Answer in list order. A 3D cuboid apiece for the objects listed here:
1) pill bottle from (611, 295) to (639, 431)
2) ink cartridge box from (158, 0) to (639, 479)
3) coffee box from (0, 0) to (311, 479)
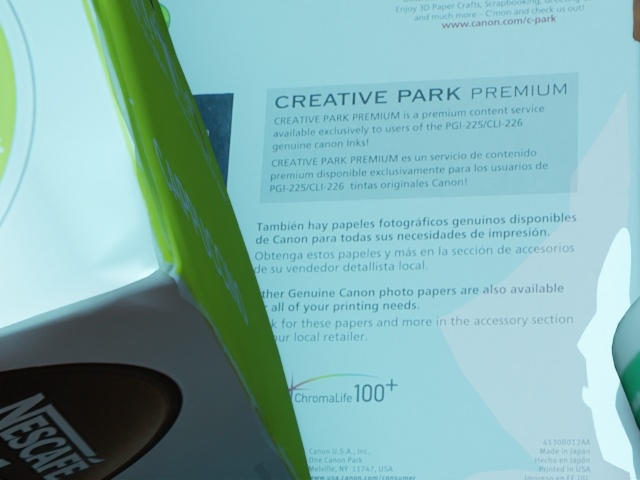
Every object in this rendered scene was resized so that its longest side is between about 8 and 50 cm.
[{"bbox_3d":[0.256,0.155,0.650,0.204,0.204,0.361,-24,71,7],"label":"pill bottle"},{"bbox_3d":[0.000,0.000,0.876,0.309,0.130,0.271,-1,74,14],"label":"ink cartridge box"},{"bbox_3d":[-0.216,-0.029,0.669,0.334,0.337,0.338,-19,69,-1],"label":"coffee box"}]
